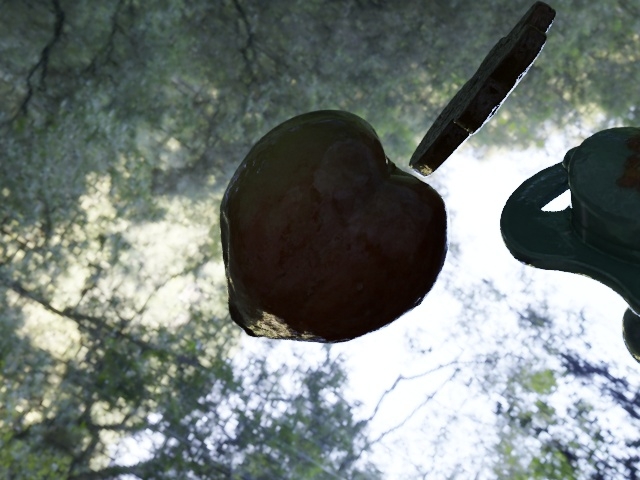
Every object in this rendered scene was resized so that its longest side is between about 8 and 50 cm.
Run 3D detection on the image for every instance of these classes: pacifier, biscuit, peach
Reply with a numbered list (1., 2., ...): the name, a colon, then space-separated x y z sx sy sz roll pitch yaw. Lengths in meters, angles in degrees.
1. pacifier: 0.359 0.018 0.837 0.288 0.269 0.343 -31 -143 -19
2. biscuit: 0.177 -0.160 0.922 0.236 0.039 0.180 -48 -171 44
3. peach: 0.000 0.000 0.784 0.232 0.232 0.232 -50 -164 19
